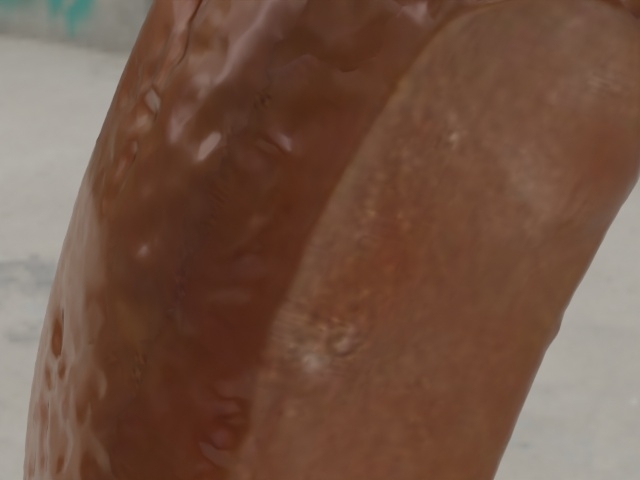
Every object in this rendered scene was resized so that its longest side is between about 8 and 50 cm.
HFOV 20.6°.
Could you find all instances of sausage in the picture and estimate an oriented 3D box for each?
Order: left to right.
[{"bbox_3d":[-0.001,-0.001,0.452,0.133,0.258,0.133,20,18,-7],"label":"sausage"}]
